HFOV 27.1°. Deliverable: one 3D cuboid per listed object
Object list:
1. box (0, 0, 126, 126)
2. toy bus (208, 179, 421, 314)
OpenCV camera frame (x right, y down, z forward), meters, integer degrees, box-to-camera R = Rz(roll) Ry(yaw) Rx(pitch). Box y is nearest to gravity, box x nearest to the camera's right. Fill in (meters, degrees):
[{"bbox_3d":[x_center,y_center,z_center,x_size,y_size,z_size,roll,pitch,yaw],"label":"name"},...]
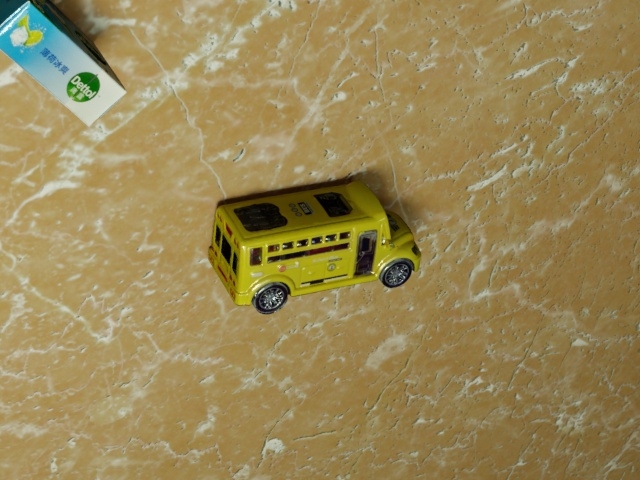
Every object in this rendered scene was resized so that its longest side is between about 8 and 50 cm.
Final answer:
[{"bbox_3d":[-0.349,-0.253,1.684,0.073,0.139,0.194,-41,136,4],"label":"box"},{"bbox_3d":[0.000,0.000,2.105,0.331,0.145,0.151,-11,129,-23],"label":"toy bus"}]
